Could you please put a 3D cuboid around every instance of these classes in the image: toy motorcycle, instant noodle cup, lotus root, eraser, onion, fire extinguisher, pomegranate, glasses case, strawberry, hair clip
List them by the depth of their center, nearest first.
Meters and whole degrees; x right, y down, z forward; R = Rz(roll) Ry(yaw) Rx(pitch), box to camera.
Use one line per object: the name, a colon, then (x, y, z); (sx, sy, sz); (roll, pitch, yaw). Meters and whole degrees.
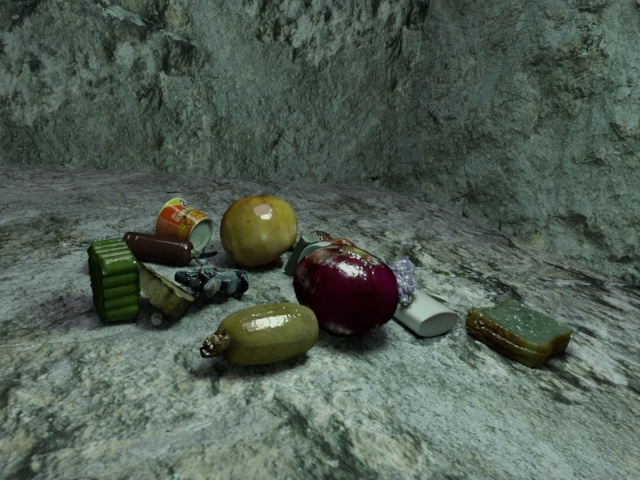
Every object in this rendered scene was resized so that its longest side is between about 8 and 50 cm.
lotus root: (-0.157, 0.248, 1.168); (0.342, 0.151, 0.169); (0, 19, -36)
lotus root: (-0.474, 0.154, 1.332); (0.260, 0.074, 0.170); (25, -11, 49)
onion: (0.081, 0.171, 1.365); (0.336, 0.282, 0.260); (19, 17, -15)
toy motorcycle: (-0.342, 0.135, 1.468); (0.173, 0.108, 0.307); (16, 5, 23)
eraser: (0.331, 0.235, 1.563); (0.174, 0.095, 0.270); (-6, 21, -30)
hair clip: (0.302, 0.143, 1.587); (0.106, 0.084, 0.292); (-13, 23, 15)
fire extinguisher: (-0.584, 0.034, 1.711); (0.344, 0.102, 0.138); (9, 15, -2)
glasses case: (-0.075, 0.058, 1.735); (0.071, 0.205, 0.047); (-13, 56, -40)
pomegranate: (-0.247, -0.025, 1.802); (0.338, 0.338, 0.338); (9, 17, -3)
instant noodle cup: (-0.573, -0.055, 1.868); (0.174, 0.213, 0.213); (25, 21, 17)
strawberry: (0.000, 0.000, 2.159); (0.145, 0.086, 0.145); (7, 18, -2)

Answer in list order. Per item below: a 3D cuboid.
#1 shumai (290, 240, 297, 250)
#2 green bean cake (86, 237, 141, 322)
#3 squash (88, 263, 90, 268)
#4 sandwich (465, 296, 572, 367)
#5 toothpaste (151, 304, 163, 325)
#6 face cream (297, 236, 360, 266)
shumai: (-0.169, 0.009, 2.069); (0.087, 0.124, 0.099); (-27, 35, 14)
green bean cake: (-0.601, 0.113, 1.266); (0.113, 0.214, 0.200); (-9, 25, -36)
squash: (-0.790, 0.059, 1.592); (0.066, 0.066, 0.229); (5, 17, -13)
sandwich: (0.689, 0.308, 1.513); (0.301, 0.099, 0.271); (-5, 22, -42)
toothpaste: (-0.497, 0.207, 1.332); (0.048, 0.031, 0.190); (0, 17, -19)
face cream: (0.045, 0.097, 1.671); (0.201, 0.201, 0.187); (21, 20, 33)
